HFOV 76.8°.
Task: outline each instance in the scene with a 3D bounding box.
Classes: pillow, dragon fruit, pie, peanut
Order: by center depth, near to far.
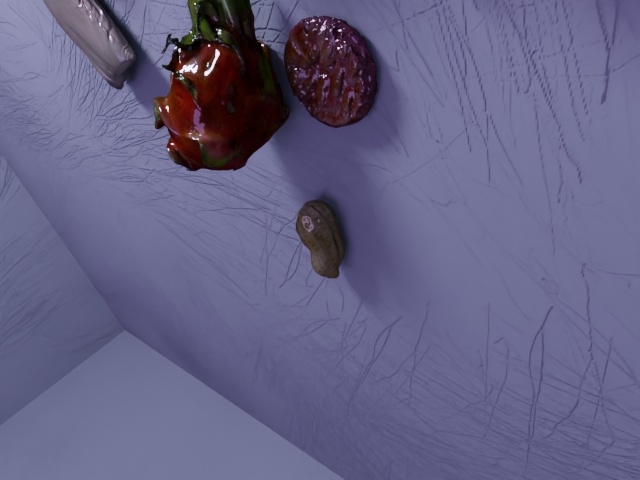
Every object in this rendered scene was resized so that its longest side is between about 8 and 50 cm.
[{"bbox_3d":[0.010,-0.228,0.559,0.155,0.036,0.154,28,139,27],"label":"pie"},{"bbox_3d":[-0.165,-0.230,0.603,0.201,0.198,0.268,-17,122,5],"label":"dragon fruit"},{"bbox_3d":[0.000,0.000,0.753,0.080,0.080,0.174,15,135,37],"label":"peanut"},{"bbox_3d":[-0.481,-0.441,0.836,0.270,0.067,0.173,54,149,-8],"label":"pillow"}]
